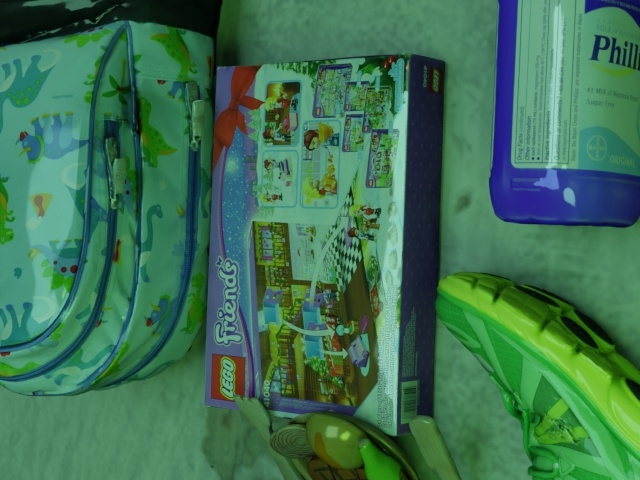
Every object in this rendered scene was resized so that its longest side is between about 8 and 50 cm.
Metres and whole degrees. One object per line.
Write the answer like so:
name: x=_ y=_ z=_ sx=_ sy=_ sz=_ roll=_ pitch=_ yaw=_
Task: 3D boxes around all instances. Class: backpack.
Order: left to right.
backpack: x=-0.224 y=-0.041 z=1.099 sx=0.290 sy=0.273 sz=0.356 roll=-2 pitch=101 yaw=25

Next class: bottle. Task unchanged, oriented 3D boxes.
bottle: x=0.174 y=-0.150 z=0.848 sx=0.092 sy=0.118 sz=0.283 roll=3 pitch=90 yaw=39

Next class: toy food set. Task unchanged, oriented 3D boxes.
toy food set: x=0.019 y=0.180 z=0.969 sx=0.192 sy=0.038 sz=0.132 roll=1 pitch=130 yaw=39

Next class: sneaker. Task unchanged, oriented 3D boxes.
sneaker: x=0.170 y=0.130 z=0.848 sx=0.295 sy=0.109 sz=0.123 roll=46 pitch=112 yaw=29

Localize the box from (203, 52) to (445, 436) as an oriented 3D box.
box: x=0.000 y=0.000 z=1.019 sx=0.201 sy=0.057 sz=0.293 roll=3 pitch=91 yaw=37
